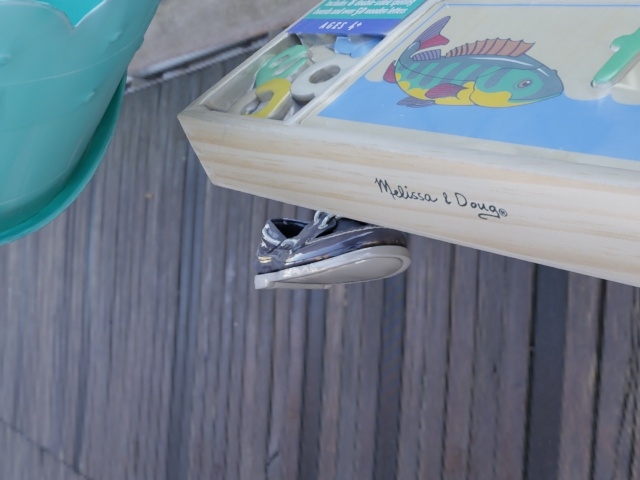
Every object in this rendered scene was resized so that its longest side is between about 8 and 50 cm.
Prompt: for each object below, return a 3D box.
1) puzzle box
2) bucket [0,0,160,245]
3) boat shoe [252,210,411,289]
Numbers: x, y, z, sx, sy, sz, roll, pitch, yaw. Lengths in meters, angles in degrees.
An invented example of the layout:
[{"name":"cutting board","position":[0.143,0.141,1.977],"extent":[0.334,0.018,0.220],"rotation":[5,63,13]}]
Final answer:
[{"name":"puzzle box","position":[0.148,-0.097,0.448],"extent":[0.409,0.272,0.052],"rotation":[15,139,47]},{"name":"bucket","position":[-0.216,-0.133,0.485],"extent":[0.183,0.281,0.281],"rotation":[-58,44,42]},{"name":"boat shoe","position":[0.000,0.000,0.703],"extent":[0.206,0.075,0.065],"rotation":[163,107,-66]}]
